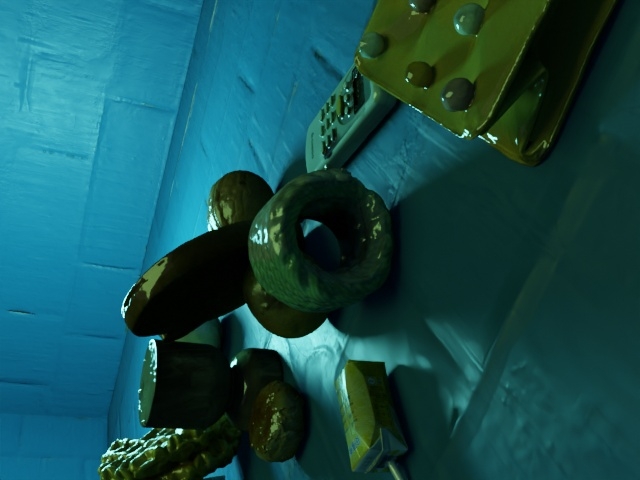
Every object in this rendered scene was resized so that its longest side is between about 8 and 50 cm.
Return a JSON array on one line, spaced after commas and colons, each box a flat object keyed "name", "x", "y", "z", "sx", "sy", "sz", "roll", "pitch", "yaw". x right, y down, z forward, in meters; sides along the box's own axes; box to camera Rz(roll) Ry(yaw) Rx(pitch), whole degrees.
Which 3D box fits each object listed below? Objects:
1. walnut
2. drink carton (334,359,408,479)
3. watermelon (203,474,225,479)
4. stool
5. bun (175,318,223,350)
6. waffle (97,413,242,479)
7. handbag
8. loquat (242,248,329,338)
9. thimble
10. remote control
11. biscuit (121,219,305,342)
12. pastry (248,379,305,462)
[{"name": "walnut", "x": -0.186, "y": -0.067, "z": 1.584, "sx": 0.167, "sy": 0.168, "sz": 0.207, "roll": 128, "pitch": 146, "yaw": -50}, {"name": "drink carton", "x": 0.073, "y": 0.266, "z": 0.934, "sx": 0.200, "sy": 0.075, "sz": 0.084, "roll": -103, "pitch": 30, "yaw": -45}, {"name": "watermelon", "x": -0.308, "y": 0.722, "z": 1.534, "sx": 0.320, "sy": 0.214, "sz": 0.289, "roll": -26, "pitch": -46, "yaw": -60}, {"name": "stool", "x": -0.232, "y": 0.305, "z": 1.406, "sx": 0.179, "sy": 0.264, "sz": 0.179, "roll": -171, "pitch": 90, "yaw": -69}, {"name": "bun", "x": -0.354, "y": 0.282, "z": 1.855, "sx": 0.273, "sy": 0.169, "sz": 0.272, "roll": 176, "pitch": 90, "yaw": -71}, {"name": "waffle", "x": -0.336, "y": 0.480, "z": 1.541, "sx": 0.151, "sy": 0.324, "sz": 0.261, "roll": 63, "pitch": 158, "yaw": -15}, {"name": "handbag", "x": 0.185, "y": -0.291, "z": 0.834, "sx": 0.282, "sy": 0.133, "sz": 0.401, "roll": -66, "pitch": 26, "yaw": 20}, {"name": "loquat", "x": -0.060, "y": 0.095, "z": 1.219, "sx": 0.172, "sy": 0.149, "sz": 0.204, "roll": 48, "pitch": 166, "yaw": 11}, {"name": "thimble", "x": 0.000, "y": 0.000, "z": 1.042, "sx": 0.150, "sy": 0.219, "sz": 0.218, "roll": 147, "pitch": 128, "yaw": -62}, {"name": "remote control", "x": 0.046, "y": -0.225, "z": 1.220, "sx": 0.296, "sy": 0.056, "sz": 0.140, "roll": 136, "pitch": 140, "yaw": -55}, {"name": "biscuit", "x": -0.208, "y": 0.073, "z": 1.296, "sx": 0.350, "sy": 0.394, "sz": 0.070, "roll": -43, "pitch": 73, "yaw": 23}, {"name": "pastry", "x": -0.083, "y": 0.341, "z": 1.272, "sx": 0.153, "sy": 0.081, "sz": 0.153, "roll": -168, "pitch": 90, "yaw": -72}]
